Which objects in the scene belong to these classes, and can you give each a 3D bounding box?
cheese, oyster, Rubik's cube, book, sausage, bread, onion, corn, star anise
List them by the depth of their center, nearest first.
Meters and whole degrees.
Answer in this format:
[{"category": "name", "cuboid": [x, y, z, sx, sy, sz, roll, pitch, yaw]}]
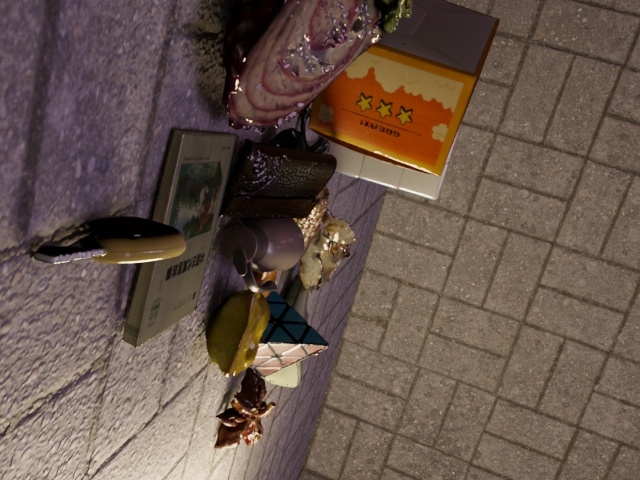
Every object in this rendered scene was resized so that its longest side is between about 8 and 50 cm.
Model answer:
[{"category": "cheese", "cuboid": [-0.215, 0.005, 0.680, 0.162, 0.086, 0.036, -12, 115, -62]}, {"category": "onion", "cuboid": [-0.048, -0.291, 0.879, 0.280, 0.146, 0.314, -41, 170, -10]}, {"category": "book", "cuboid": [-0.186, -0.013, 0.923, 0.215, 0.025, 0.283, -34, 140, -75]}, {"category": "bread", "cuboid": [-0.153, 0.166, 1.246, 0.233, 0.088, 0.161, 70, 45, -78]}, {"category": "sausage", "cuboid": [-0.108, 0.043, 1.340, 0.062, 0.054, 0.183, -21, 140, -34]}, {"category": "corn", "cuboid": [-0.039, -0.033, 1.386, 0.080, 0.079, 0.237, -63, -178, -36]}, {"category": "Rubik's cube", "cuboid": [-0.119, 0.198, 1.507, 0.190, 0.211, 0.178, 122, -30, -47]}, {"category": "star anise", "cuboid": [-0.168, 0.393, 1.537, 0.212, 0.111, 0.196, -42, 157, -83]}, {"category": "oyster", "cuboid": [-0.005, 0.006, 1.592, 0.337, 0.133, 0.198, 78, 32, -64]}, {"category": "Rubik's cube", "cuboid": [0.195, -0.302, 1.613, 0.292, 0.290, 0.291, -55, 161, -64]}]

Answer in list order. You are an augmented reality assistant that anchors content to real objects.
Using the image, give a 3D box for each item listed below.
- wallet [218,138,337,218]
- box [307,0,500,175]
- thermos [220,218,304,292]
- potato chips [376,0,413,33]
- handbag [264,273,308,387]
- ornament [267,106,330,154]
[{"category": "wallet", "cuboid": [-0.067, -0.092, 1.108, 0.243, 0.039, 0.133, 0, 124, -57]}, {"category": "box", "cuboid": [0.151, -0.300, 1.209, 0.283, 0.259, 0.214, -60, 169, -47]}, {"category": "thermos", "cuboid": [-0.103, 0.022, 1.157, 0.193, 0.105, 0.137, -3, 86, -74]}, {"category": "potato chips", "cuboid": [0.071, -0.477, 0.919, 0.429, 0.070, 0.359, -77, 152, -80]}, {"category": "handbag", "cuboid": [-0.060, 0.212, 1.763, 0.241, 0.109, 0.315, 95, 13, -54]}, {"category": "ornament", "cuboid": [-0.033, -0.190, 1.264, 0.202, 0.080, 0.236, 100, 16, -53]}]
